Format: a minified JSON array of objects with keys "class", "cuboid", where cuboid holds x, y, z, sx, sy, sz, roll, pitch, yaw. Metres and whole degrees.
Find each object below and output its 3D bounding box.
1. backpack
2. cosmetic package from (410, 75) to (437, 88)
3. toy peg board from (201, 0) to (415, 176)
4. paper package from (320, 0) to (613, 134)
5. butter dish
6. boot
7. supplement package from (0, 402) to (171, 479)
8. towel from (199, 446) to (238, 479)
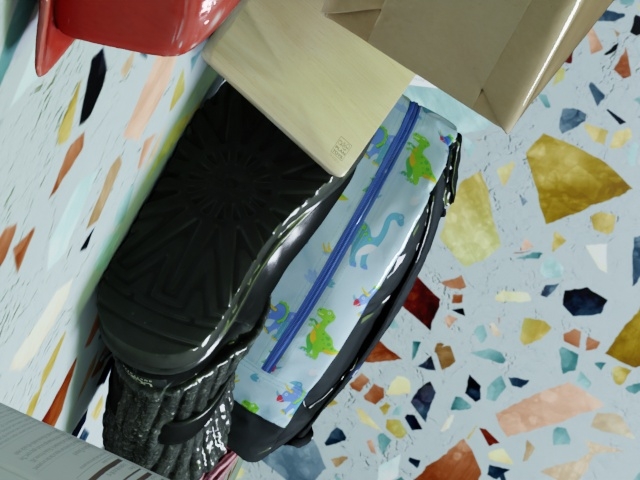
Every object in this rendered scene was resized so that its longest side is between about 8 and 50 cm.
[{"class":"backpack","cuboid":[0.000,0.000,1.786,0.355,0.273,0.290,-44,-176,27]},{"class":"cosmetic package","cuboid":[0.134,-0.289,2.003,0.184,0.151,0.151,110,-18,-46]},{"class":"toy peg board","cuboid":[-0.008,-0.163,1.366,0.161,0.161,0.079,-55,-145,-8]},{"class":"paper package","cuboid":[0.181,-0.291,1.253,0.325,0.168,0.309,-49,169,-39]},{"class":"butter dish","cuboid":[-0.058,-0.157,0.844,0.160,0.118,0.160,109,6,-53]},{"class":"boot","cuboid":[-0.077,0.025,1.483,0.348,0.131,0.260,-52,163,-27]},{"class":"supplement package","cuboid":[-0.135,0.201,0.997,0.134,0.244,0.139,-24,139,-84]},{"class":"towel","cuboid":[-0.207,0.390,1.944,0.329,0.037,0.237,-62,172,30]}]
